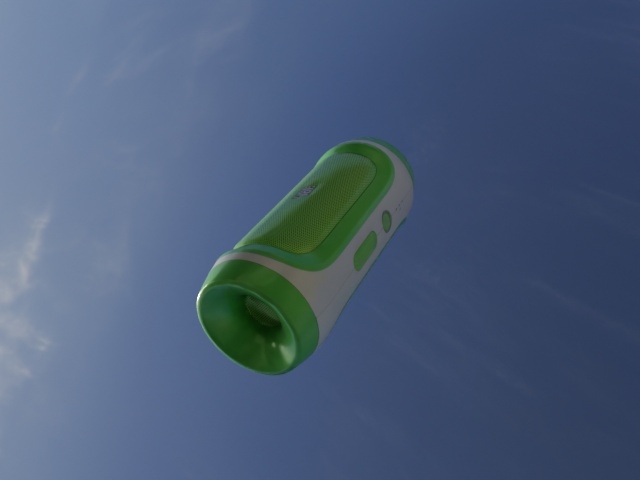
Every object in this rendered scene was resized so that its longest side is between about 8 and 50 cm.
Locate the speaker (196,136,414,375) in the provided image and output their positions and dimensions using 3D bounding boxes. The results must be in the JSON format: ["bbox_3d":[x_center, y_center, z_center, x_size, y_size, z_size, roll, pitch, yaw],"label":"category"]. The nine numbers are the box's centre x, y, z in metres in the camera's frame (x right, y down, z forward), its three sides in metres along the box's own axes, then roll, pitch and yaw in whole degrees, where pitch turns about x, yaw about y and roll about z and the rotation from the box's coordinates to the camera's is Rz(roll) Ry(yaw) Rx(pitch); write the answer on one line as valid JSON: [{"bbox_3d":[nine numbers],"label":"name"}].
[{"bbox_3d":[0.000,0.000,0.647,0.131,0.131,0.296,3,-146,29],"label":"speaker"}]
